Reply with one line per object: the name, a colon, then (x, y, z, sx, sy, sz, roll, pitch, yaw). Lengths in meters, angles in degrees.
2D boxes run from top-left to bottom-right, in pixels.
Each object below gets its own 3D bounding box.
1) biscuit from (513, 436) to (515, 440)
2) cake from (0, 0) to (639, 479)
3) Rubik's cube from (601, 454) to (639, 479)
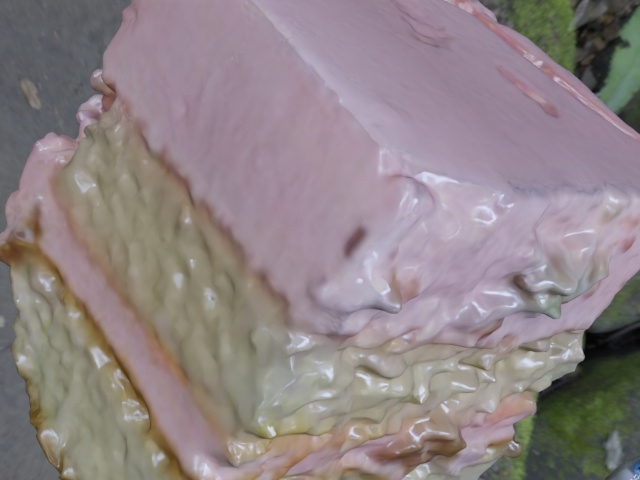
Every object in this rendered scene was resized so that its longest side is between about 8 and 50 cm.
biscuit: (0.132, 0.156, 1.330, 0.045, 0.154, 0.299, -44, 56, -3)
cake: (0.000, 0.000, 0.692, 0.293, 0.314, 0.307, 53, 125, 28)
Rubik's cube: (0.340, 0.385, 0.964, 0.346, 0.347, 0.344, -6, 53, -47)
